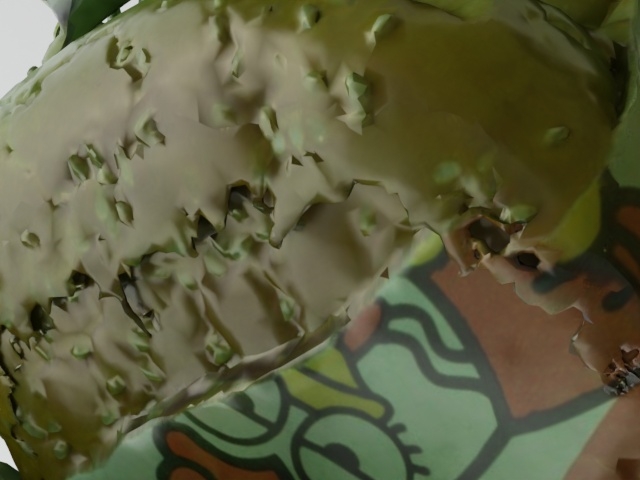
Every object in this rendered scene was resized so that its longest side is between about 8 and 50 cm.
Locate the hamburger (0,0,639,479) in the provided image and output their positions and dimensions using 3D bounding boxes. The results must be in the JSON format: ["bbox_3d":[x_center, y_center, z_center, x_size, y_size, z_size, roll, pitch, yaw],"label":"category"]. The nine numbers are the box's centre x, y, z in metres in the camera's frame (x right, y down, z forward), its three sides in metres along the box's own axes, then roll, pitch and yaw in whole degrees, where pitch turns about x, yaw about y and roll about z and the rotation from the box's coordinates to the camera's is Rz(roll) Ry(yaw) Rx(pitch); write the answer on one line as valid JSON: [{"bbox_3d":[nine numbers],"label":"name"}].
[{"bbox_3d":[-0.001,-0.003,0.396,0.235,0.214,0.125,66,-153,-18],"label":"hamburger"}]
